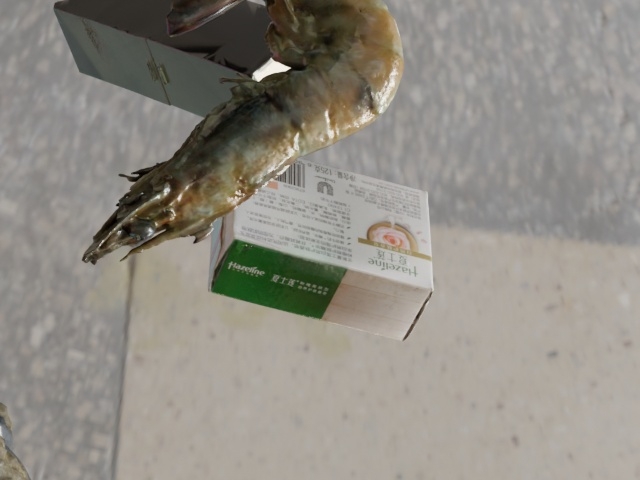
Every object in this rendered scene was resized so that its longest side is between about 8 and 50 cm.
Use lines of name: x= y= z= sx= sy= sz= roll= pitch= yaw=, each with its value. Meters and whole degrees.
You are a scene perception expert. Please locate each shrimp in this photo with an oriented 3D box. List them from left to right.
shrimp: x=-0.077 y=-0.105 z=1.327 sx=0.296 sy=0.058 sz=0.169 roll=-35 pitch=74 yaw=-16

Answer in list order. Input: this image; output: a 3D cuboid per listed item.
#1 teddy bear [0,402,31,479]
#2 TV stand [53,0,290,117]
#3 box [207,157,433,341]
teddy bear: x=-0.192 y=0.150 z=0.915 sx=0.129 sy=0.182 sz=0.251 roll=23 pitch=149 yaw=21
TV stand: x=-0.118 y=-0.173 z=1.654 sx=0.088 sy=0.269 sz=0.082 roll=-44 pitch=134 yaw=-27
box: x=0.000 y=0.000 z=1.685 sx=0.199 sy=0.135 sz=0.081 roll=14 pitch=132 yaw=-12
